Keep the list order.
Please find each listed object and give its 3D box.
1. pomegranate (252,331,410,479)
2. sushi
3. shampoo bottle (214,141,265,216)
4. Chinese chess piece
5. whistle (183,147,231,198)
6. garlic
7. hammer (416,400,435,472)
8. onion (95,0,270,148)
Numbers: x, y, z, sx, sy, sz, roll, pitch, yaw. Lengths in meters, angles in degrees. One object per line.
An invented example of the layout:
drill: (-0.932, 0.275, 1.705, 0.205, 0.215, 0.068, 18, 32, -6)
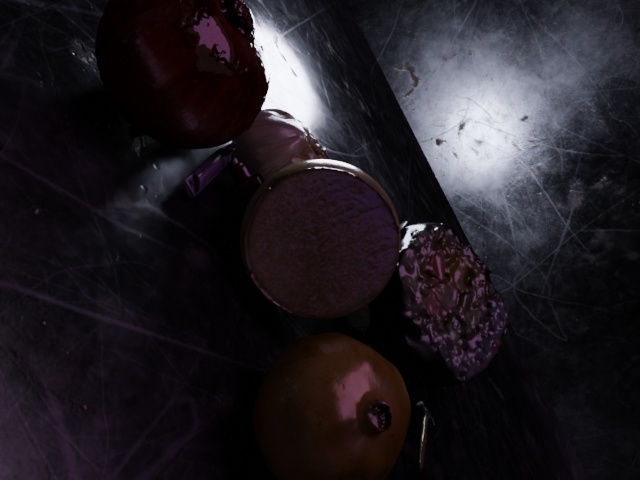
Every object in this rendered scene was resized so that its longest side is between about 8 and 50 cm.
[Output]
pomegranate: (0.012, 0.241, 0.719, 0.233, 0.233, 0.233, 45, 29, -33)
sushi: (0.190, 0.154, 1.116, 0.328, 0.285, 0.329, 48, 48, -15)
shampoo bottle: (-0.115, -0.064, 0.944, 0.237, 0.067, 0.068, 63, 5, -11)
Chinese chess piece: (0.000, 0.000, 0.875, 0.270, 0.269, 0.112, 56, 5, -12)
whistle: (-0.196, -0.121, 0.907, 0.033, 0.033, 0.177, 54, 25, -17)
garlic: (-0.075, -0.171, 1.059, 0.227, 0.152, 0.228, 39, 34, -34)
hammer: (0.232, 0.444, 1.167, 0.062, 0.017, 0.182, 55, 26, -14)
onion: (-0.200, -0.277, 0.801, 0.276, 0.276, 0.276, 45, 29, -33)
